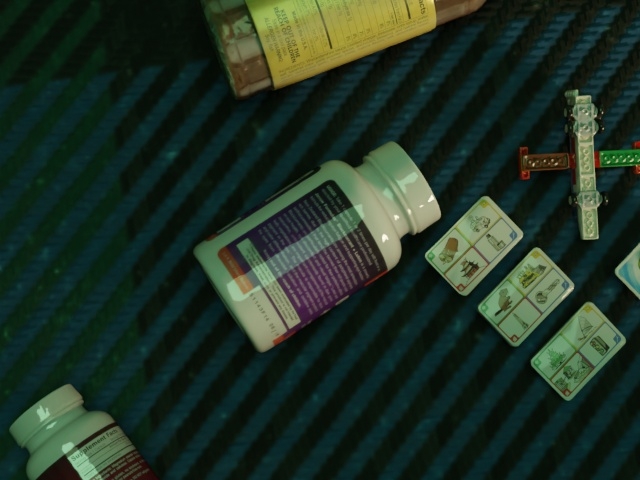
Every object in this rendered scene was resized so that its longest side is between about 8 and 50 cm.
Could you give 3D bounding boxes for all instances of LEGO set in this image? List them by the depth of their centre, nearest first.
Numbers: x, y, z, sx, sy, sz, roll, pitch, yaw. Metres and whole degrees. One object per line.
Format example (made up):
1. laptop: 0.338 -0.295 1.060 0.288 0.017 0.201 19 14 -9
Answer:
1. LEGO set: 0.230 -0.010 1.316 0.182 0.060 0.244 45 84 -6

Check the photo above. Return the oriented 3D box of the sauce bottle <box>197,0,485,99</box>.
1. sauce bottle: 0.067 -0.229 1.306 0.344 0.111 0.111 -21 82 -6

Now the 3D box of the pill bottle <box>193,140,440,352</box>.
1. pill bottle: 0.000 0.000 1.267 0.193 0.108 0.108 -33 83 -5

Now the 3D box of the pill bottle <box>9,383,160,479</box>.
1. pill bottle: -0.187 0.198 1.244 0.086 0.086 0.152 -38 83 -6
